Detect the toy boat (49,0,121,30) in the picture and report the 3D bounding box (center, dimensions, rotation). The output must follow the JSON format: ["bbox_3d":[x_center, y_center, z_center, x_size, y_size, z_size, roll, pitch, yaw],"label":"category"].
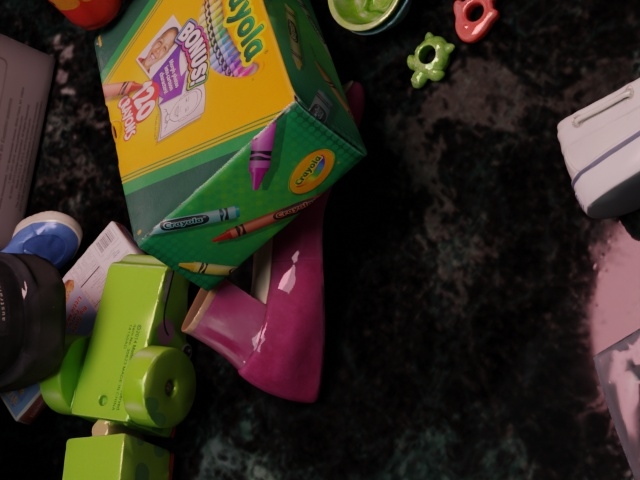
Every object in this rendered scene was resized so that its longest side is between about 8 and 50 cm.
[{"bbox_3d":[-0.157,-0.331,1.539,0.267,0.148,0.318,9,62,38],"label":"toy boat"}]

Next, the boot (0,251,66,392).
[{"bbox_3d":[-0.474,0.078,1.425,0.367,0.445,0.146,-26,70,42],"label":"boot"}]

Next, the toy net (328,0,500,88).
[{"bbox_3d":[0.111,-0.234,1.434,0.232,0.045,0.122,-51,55,13],"label":"toy net"}]

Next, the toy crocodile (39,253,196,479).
[{"bbox_3d":[-0.157,0.175,1.484,0.115,0.105,0.340,-2,72,34],"label":"toy crocodile"}]

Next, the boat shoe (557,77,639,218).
[{"bbox_3d":[0.267,-0.111,1.262,0.258,0.095,0.084,-32,66,23],"label":"boat shoe"}]

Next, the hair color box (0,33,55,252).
[{"bbox_3d":[-0.396,-0.116,1.548,0.114,0.374,0.185,3,79,35],"label":"hair color box"}]

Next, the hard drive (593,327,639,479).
[{"bbox_3d":[0.293,0.148,1.198,0.172,0.054,0.254,-34,60,23],"label":"hard drive"}]

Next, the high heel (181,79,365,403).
[{"bbox_3d":[0.000,0.000,1.452,0.244,0.117,0.082,-62,13,-19],"label":"high heel"}]

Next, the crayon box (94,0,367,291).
[{"bbox_3d":[-0.076,-0.113,1.454,0.165,0.081,0.278,-41,37,18],"label":"crayon box"}]

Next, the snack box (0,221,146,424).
[{"bbox_3d":[-0.210,0.070,1.588,0.178,0.022,0.064,-48,57,14],"label":"snack box"}]

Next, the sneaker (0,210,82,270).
[{"bbox_3d":[-0.261,0.041,1.592,0.152,0.058,0.084,-30,34,29],"label":"sneaker"}]
